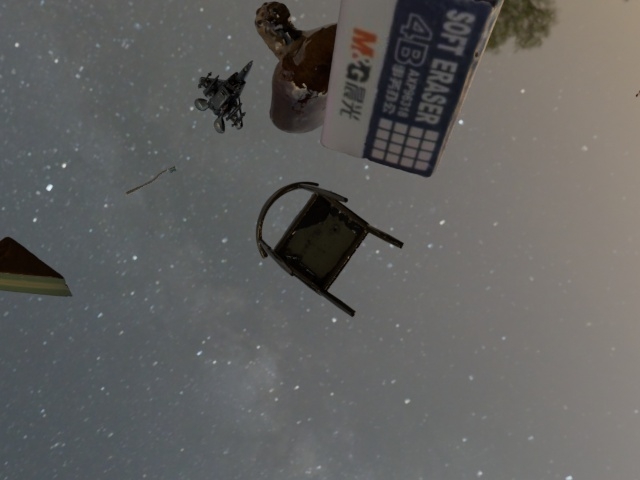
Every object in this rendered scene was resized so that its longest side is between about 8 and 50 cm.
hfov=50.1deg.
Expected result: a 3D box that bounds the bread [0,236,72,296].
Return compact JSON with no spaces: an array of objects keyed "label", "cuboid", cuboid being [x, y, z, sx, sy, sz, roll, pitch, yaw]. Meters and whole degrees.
[{"label":"bread","cuboid":[-0.504,0.070,1.159,0.139,0.074,0.084,33,-121,11]}]

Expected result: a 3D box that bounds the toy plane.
[{"label":"toy plane","cuboid":[-0.233,-0.377,1.740,0.169,0.246,0.078,51,-125,-2]}]

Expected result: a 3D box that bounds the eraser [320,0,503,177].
[{"label":"eraser","cuboid":[0.081,-0.188,0.606,0.130,0.287,0.086,14,-124,4]}]

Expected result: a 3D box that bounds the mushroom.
[{"label":"mushroom","cuboid":[0.008,-0.358,1.399,0.267,0.267,0.254,3,-103,-44]}]

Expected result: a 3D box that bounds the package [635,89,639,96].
[{"label":"package","cuboid":[0.535,-0.284,0.997,0.200,0.083,0.022,-39,-102,-22]}]

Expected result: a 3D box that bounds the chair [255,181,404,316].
[{"label":"chair","cuboid":[0.000,0.000,1.288,0.166,0.188,0.272,37,178,-29]}]

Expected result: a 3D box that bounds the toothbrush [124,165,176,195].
[{"label":"toothbrush","cuboid":[-0.385,-0.134,1.547,0.013,0.131,0.011,62,-179,-28]}]
